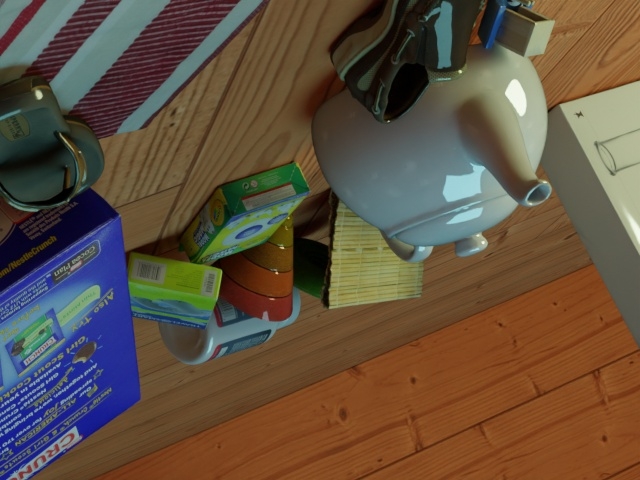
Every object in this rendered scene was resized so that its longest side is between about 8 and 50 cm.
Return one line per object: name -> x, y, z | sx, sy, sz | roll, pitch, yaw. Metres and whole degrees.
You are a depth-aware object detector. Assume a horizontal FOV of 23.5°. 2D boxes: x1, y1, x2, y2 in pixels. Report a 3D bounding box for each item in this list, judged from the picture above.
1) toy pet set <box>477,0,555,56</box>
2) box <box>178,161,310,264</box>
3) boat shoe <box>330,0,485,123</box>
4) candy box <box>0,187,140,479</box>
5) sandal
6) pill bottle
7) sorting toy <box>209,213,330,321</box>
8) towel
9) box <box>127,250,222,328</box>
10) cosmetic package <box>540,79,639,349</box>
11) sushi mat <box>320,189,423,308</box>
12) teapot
toy pet set -> 0.194, -0.233, 1.430 | 0.122, 0.065, 0.114 | -16, 131, -51
box -> -0.092, -0.023, 1.742 | 0.105, 0.043, 0.179 | -20, 169, -27
boat shoe -> 0.102, -0.181, 1.307 | 0.095, 0.095, 0.257 | -19, 167, -29
candy box -> -0.297, 0.103, 1.311 | 0.268, 0.122, 0.317 | -36, 154, -24
sandal -> -0.201, -0.057, 1.111 | 0.090, 0.060, 0.219 | -27, 168, -8
pill bottle -> -0.117, 0.095, 2.050 | 0.180, 0.108, 0.108 | -14, 164, -45
sorting toy -> 0.000, 0.000, 1.983 | 0.365, 0.127, 0.126 | -14, 134, -56
towel -> -0.191, -0.128, 1.075 | 0.329, 0.037, 0.237 | -16, 163, -47
box -> -0.179, 0.063, 1.820 | 0.109, 0.042, 0.178 | 11, 163, -6
cosmetic package -> 0.483, -0.035, 2.081 | 0.284, 0.377, 0.097 | -19, 166, -32
sushi mat -> 0.076, 0.007, 2.026 | 0.019, 0.151, 0.316 | 9, -176, 25
teapot -> 0.119, -0.074, 1.527 | 0.252, 0.187, 0.256 | -20, 177, 22
